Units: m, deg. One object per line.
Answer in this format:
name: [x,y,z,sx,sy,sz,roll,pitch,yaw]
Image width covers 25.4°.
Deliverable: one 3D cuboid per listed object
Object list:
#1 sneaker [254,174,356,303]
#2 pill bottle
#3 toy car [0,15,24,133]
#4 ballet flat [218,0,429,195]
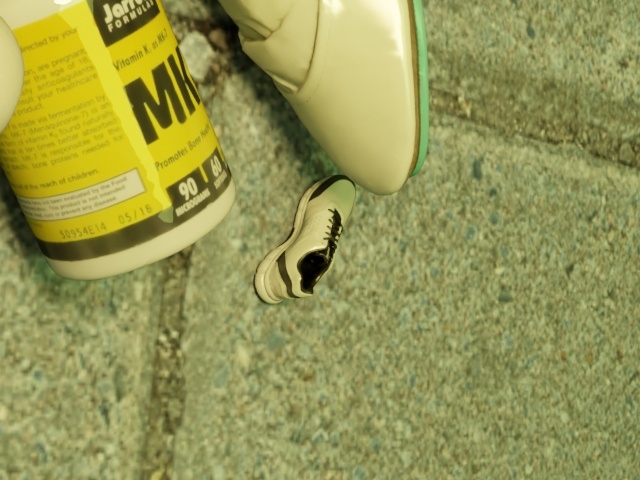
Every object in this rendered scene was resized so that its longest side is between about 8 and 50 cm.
sneaker: [0.000,0.000,0.968,0.040,0.044,0.109,48,59,-32]
pill bottle: [-0.135,-0.094,0.779,0.119,0.119,0.208,-39,118,-36]
toy car: [-0.222,-0.113,0.656,0.159,0.182,0.136,21,73,-28]
ballet flat: [-0.021,-0.223,0.895,0.139,0.139,0.400,-8,93,-44]
